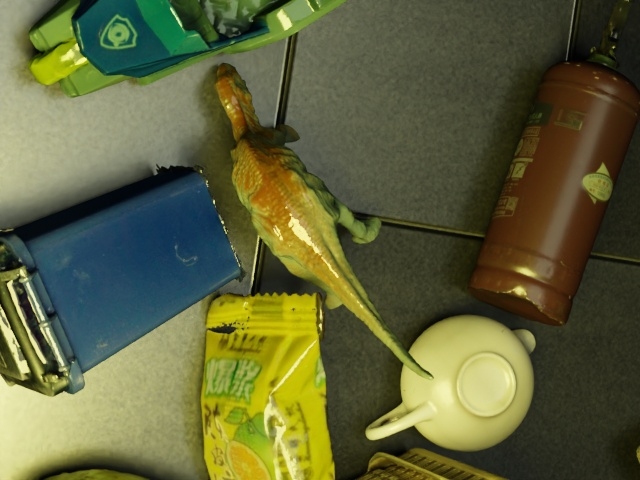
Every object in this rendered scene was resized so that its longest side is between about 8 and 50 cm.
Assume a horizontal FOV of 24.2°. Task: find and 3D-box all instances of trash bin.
[{"bbox_3d":[-0.201,0.030,1.379,0.234,0.184,0.162,-27,104,-26],"label":"trash bin"}]

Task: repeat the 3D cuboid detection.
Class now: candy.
[{"bbox_3d":[-0.047,0.196,1.450,0.081,0.187,0.297,-7,94,-42],"label":"candy"}]

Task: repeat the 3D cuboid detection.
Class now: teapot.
[{"bbox_3d":[0.149,0.155,1.583,0.226,0.092,0.145,-24,92,-16],"label":"teapot"}]

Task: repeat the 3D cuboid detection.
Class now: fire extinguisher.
[{"bbox_3d":[0.265,-0.085,1.596,0.114,0.135,0.337,20,83,5],"label":"fire extinguisher"}]

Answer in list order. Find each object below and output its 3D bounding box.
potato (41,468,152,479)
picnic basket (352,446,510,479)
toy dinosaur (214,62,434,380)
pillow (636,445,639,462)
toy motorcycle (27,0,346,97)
[{"bbox_3d":[-0.171,0.321,1.403,0.271,0.111,0.160,26,104,-11],"label":"potato"},{"bbox_3d":[0.111,0.386,1.504,0.175,0.228,0.313,-22,102,-24],"label":"picnic basket"},{"bbox_3d":[0.000,0.000,1.439,0.092,0.393,0.205,-31,141,11],"label":"toy dinosaur"},{"bbox_3d":[0.464,0.235,1.732,0.232,0.043,0.126,-33,109,-31],"label":"pillow"},{"bbox_3d":[-0.116,-0.240,1.387,0.326,0.200,0.191,-37,107,-20],"label":"toy motorcycle"}]
